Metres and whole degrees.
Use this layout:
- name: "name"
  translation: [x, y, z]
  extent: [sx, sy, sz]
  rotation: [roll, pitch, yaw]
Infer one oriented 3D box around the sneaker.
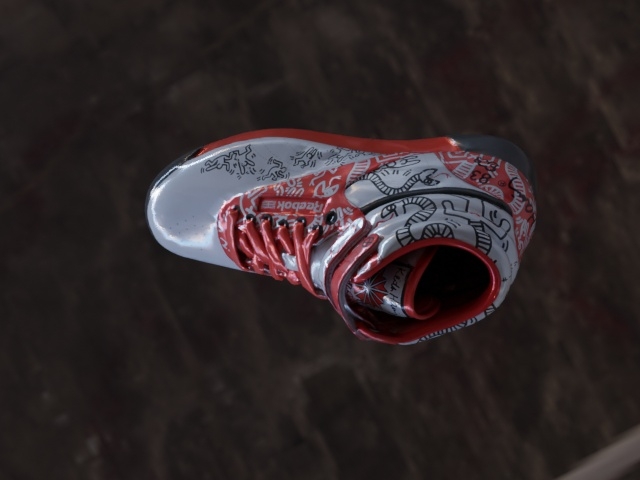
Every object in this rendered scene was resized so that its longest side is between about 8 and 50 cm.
- name: "sneaker"
  translation: [0.000, -0.001, 1.208]
  extent: [0.145, 0.270, 0.090]
  rotation: [-71, -26, -56]
